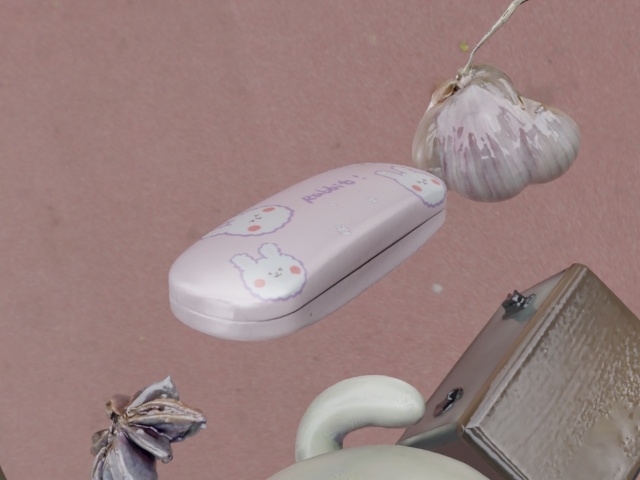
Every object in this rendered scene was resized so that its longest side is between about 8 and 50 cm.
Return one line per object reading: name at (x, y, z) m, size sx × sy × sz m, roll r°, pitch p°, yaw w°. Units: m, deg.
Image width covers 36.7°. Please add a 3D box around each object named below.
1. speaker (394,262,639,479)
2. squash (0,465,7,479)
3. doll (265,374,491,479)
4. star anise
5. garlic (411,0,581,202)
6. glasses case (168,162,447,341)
speaker at (0.218, 0.171, 0.957) m, size 0.192 × 0.153 × 0.231 m, roll 45°, pitch 59°, yaw -2°
squash at (-0.470, 0.352, 1.359) m, size 0.066 × 0.066 × 0.229 m, roll -35°, pitch 75°, yaw 11°
doll at (-0.005, 0.241, 0.537) m, size 0.226 × 0.370 × 0.215 m, roll 42°, pitch 116°, yaw 11°
star anise at (-0.256, 0.286, 1.380) m, size 0.236 × 0.093 × 0.229 m, roll -36°, pitch 34°, yaw 26°
garlic at (0.230, -0.177, 1.241) m, size 0.207 × 0.207 × 0.257 m, roll 13°, pitch 98°, yaw 23°
glasses case at (0.000, 0.000, 0.784) m, size 0.113 × 0.297 × 0.075 m, roll 13°, pitch 117°, yaw 32°
